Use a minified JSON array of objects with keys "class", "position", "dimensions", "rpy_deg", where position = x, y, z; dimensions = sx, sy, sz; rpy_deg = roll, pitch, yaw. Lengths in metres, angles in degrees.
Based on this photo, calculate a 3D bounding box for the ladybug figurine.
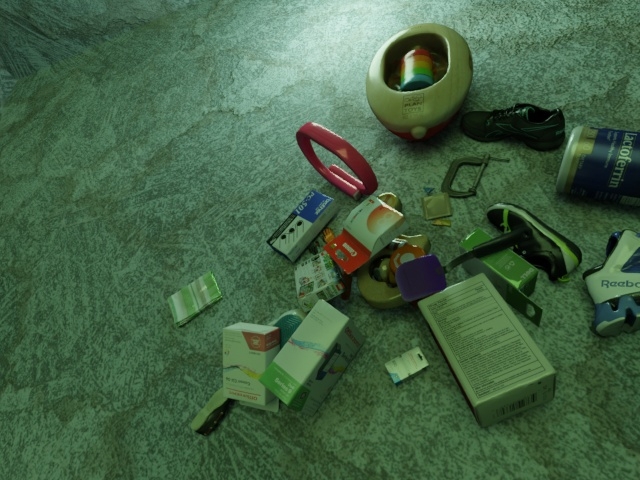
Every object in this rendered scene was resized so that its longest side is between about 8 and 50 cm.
[{"class":"ladybug figurine","position":[0.293,-0.459,1.212],"dimensions":[0.305,0.162,0.449],"rpy_deg":[-1,59,21]}]

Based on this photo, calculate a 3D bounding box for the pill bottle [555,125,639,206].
[{"class":"pill bottle","position":[0.671,-0.154,0.873],"dimensions":[0.264,0.153,0.153],"rpy_deg":[17,67,29]}]

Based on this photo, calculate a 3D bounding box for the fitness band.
[{"class":"fitness band","position":[0.040,-0.219,1.132],"dimensions":[0.054,0.209,0.291],"rpy_deg":[-45,54,-8]}]

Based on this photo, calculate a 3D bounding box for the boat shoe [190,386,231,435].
[{"class":"boat shoe","position":[-0.244,0.397,0.960],"dimensions":[0.133,0.042,0.049],"rpy_deg":[-48,29,-13]}]

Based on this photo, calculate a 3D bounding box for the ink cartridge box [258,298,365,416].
[{"class":"ink cartridge box","position":[-0.011,0.255,0.884],"dimensions":[0.093,0.154,0.212],"rpy_deg":[27,72,31]}]

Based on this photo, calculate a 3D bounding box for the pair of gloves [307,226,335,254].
[{"class":"pair of gloves","position":[0.000,0.000,1.133],"dimensions":[0.083,0.010,0.074],"rpy_deg":[-24,54,7]}]

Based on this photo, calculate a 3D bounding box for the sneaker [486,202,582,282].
[{"class":"sneaker","position":[0.453,0.003,0.903],"dimensions":[0.097,0.084,0.234],"rpy_deg":[-43,54,-6]}]

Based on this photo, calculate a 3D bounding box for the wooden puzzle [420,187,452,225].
[{"class":"wooden puzzle","position":[0.302,-0.088,1.061],"dimensions":[0.078,0.014,0.116],"rpy_deg":[-3,67,17]}]

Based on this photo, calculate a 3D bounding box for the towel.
[{"class":"towel","position":[-0.363,0.164,1.166],"dimensions":[0.152,0.023,0.113],"rpy_deg":[-34,54,-2]}]

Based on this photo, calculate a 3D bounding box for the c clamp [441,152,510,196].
[{"class":"c clamp","position":[0.399,-0.174,1.075],"dimensions":[0.137,0.022,0.161],"rpy_deg":[23,71,33]}]

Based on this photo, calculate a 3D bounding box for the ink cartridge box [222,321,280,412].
[{"class":"ink cartridge box","position":[-0.155,0.294,0.916],"dimensions":[0.115,0.067,0.198],"rpy_deg":[1,93,25]}]

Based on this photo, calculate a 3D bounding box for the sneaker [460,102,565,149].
[{"class":"sneaker","position":[0.505,-0.321,1.077],"dimensions":[0.267,0.106,0.101],"rpy_deg":[18,69,32]}]

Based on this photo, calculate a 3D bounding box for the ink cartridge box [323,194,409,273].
[{"class":"ink cartridge box","position":[0.095,-0.020,0.954],"dimensions":[0.179,0.045,0.145],"rpy_deg":[-36,35,-6]}]

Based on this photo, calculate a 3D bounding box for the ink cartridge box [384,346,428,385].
[{"class":"ink cartridge box","position":[0.187,0.270,0.874],"dimensions":[0.083,0.028,0.048],"rpy_deg":[-29,53,3]}]

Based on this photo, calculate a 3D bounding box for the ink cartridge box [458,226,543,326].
[{"class":"ink cartridge box","position":[0.396,0.075,0.864],"dimensions":[0.062,0.109,0.209],"rpy_deg":[-40,53,-5]}]

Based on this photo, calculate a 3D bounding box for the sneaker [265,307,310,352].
[{"class":"sneaker","position":[-0.112,0.239,0.982],"dimensions":[0.228,0.092,0.087],"rpy_deg":[-32,83,23]}]

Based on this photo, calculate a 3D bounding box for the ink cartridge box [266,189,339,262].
[{"class":"ink cartridge box","position":[-0.050,-0.044,1.151],"dimensions":[0.097,0.046,0.207],"rpy_deg":[29,73,42]}]

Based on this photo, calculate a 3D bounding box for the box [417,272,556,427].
[{"class":"box","position":[0.311,0.206,0.782],"dimensions":[0.148,0.127,0.232],"rpy_deg":[-26,43,6]}]

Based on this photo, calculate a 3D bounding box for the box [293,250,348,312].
[{"class":"box","position":[-0.005,0.090,0.992],"dimensions":[0.114,0.036,0.207],"rpy_deg":[-28,18,4]}]

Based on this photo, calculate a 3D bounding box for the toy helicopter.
[{"class":"toy helicopter","position":[0.154,0.015,1.013],"dimensions":[0.235,0.140,0.355],"rpy_deg":[-17,43,22]}]

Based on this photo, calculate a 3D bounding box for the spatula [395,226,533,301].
[{"class":"spatula","position":[0.294,0.036,0.825],"dimensions":[0.296,0.084,0.030],"rpy_deg":[-23,10,-4]}]

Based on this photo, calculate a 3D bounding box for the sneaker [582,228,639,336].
[{"class":"sneaker","position":[0.652,0.050,0.766],"dimensions":[0.315,0.127,0.182],"rpy_deg":[-18,56,13]}]
